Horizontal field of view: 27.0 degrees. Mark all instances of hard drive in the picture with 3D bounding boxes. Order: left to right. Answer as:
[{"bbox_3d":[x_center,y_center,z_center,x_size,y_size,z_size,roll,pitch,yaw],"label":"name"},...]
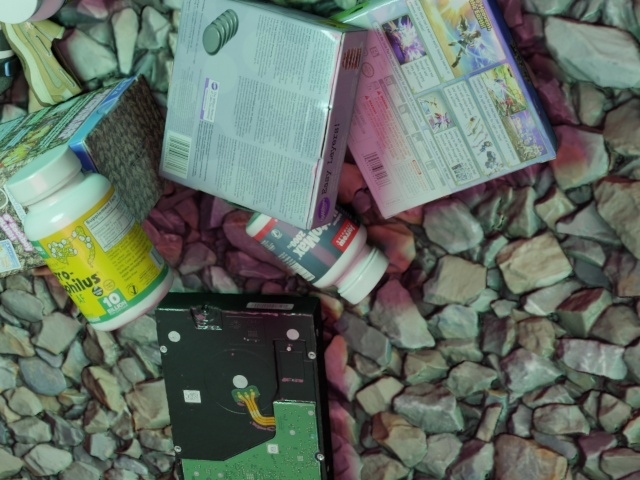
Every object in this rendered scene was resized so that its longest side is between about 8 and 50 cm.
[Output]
[{"bbox_3d":[-0.106,0.236,1.956,0.237,0.064,0.339,1,116,12],"label":"hard drive"}]

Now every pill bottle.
[{"bbox_3d":[-0.351,-0.331,1.649,0.103,0.184,0.103,5,118,10],"label":"pill bottle"},{"bbox_3d":[-0.276,-0.005,1.575,0.117,0.117,0.208,-24,111,22],"label":"pill bottle"},{"bbox_3d":[0.000,0.000,1.786,0.180,0.108,0.108,38,118,-8],"label":"pill bottle"}]

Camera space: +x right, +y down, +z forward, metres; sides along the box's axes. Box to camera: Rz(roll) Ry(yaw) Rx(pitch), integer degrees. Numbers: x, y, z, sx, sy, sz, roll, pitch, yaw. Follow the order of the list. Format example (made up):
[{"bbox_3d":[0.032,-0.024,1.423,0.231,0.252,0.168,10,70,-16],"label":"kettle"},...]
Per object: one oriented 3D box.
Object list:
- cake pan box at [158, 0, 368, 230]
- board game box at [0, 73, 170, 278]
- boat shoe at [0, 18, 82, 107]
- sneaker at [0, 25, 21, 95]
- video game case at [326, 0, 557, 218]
[{"bbox_3d":[-0.078,-0.164,1.669,0.246,0.070,0.267,19,109,30],"label":"cake pan box"},{"bbox_3d":[-0.364,-0.076,1.757,0.291,0.232,0.141,-16,113,20],"label":"board game box"},{"bbox_3d":[-0.371,-0.272,1.760,0.072,0.068,0.190,-18,122,7],"label":"boat shoe"},{"bbox_3d":[-0.506,-0.213,1.767,0.217,0.079,0.121,-19,111,-7],"label":"sneaker"},{"bbox_3d":[0.137,-0.189,1.685,0.244,0.061,0.269,-19,111,22],"label":"video game case"}]
